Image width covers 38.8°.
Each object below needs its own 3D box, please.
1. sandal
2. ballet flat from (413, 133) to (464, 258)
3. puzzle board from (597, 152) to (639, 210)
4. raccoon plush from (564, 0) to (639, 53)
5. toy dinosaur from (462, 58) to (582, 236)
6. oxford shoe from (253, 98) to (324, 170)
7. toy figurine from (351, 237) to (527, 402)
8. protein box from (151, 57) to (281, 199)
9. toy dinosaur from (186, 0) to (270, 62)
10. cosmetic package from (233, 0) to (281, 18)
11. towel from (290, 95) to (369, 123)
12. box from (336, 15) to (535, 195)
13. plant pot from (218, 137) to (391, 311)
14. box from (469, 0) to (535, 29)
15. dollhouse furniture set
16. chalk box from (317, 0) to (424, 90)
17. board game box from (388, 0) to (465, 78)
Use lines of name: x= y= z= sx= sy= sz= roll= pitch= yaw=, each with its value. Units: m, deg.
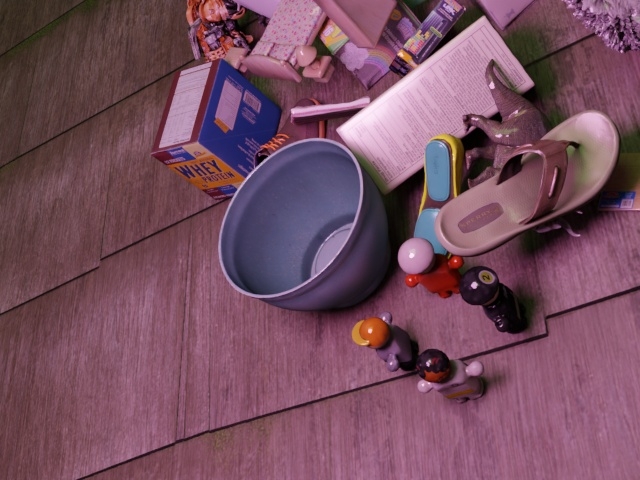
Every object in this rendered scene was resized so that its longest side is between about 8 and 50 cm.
sandal: x=0.299 y=-0.080 z=1.288 sx=0.302 sy=0.086 sz=0.120 roll=-35 pitch=64 yaw=-2
ballet flat: x=0.204 y=-0.062 z=1.490 sx=0.077 sy=0.077 sz=0.231 roll=13 pitch=108 yaw=32
puzzle board: x=0.481 y=-0.086 z=1.341 sx=0.128 sy=0.011 sz=0.097 roll=2 pitch=67 yaw=41
raccoon plush: x=0.489 y=-0.347 z=1.433 sx=0.216 sy=0.299 sz=0.447 roll=-16 pitch=86 yaw=13
toy dinosaur: x=0.308 y=-0.132 z=1.422 sx=0.160 sy=0.121 sz=0.314 roll=-5 pitch=66 yaw=10
oxford shoe: x=-0.067 y=-0.174 z=1.783 sx=0.096 sy=0.098 sz=0.272 roll=0 pitch=64 yaw=39
toy figurine: x=0.177 y=0.119 z=1.363 sx=0.213 sy=0.148 sz=0.210 roll=31 pitch=85 yaw=45
protein box: x=-0.209 y=-0.223 z=1.858 sx=0.135 sy=0.199 sz=0.201 roll=-8 pitch=60 yaw=37
toy dinosaur: x=-0.220 y=-0.499 z=2.019 sx=0.164 sy=0.218 sz=0.322 roll=20 pitch=119 yaw=30
cosmetic package: x=-0.087 y=-0.680 z=1.989 sx=0.097 sy=0.284 sz=0.378 roll=-29 pitch=40 yaw=67
towel: x=0.014 y=-0.245 z=1.689 sx=0.144 sy=0.197 sz=0.029 roll=-10 pitch=94 yaw=-1
box: x=0.195 y=-0.228 z=1.544 sx=0.311 sy=0.148 sz=0.121 roll=-35 pitch=2 yaw=16
plant pot: x=0.000 y=0.000 z=1.549 sx=0.293 sy=0.196 sz=0.293 roll=-20 pitch=53 yaw=29
box: x=0.294 y=-0.523 z=1.670 sx=0.127 sy=0.148 sz=0.232 roll=-42 pitch=46 yaw=10
dollhouse furniture set: x=-0.044 y=-0.476 z=1.713 sx=0.355 sy=0.173 sz=0.303 roll=16 pitch=75 yaw=44
chalk box: x=0.112 y=-0.430 z=1.775 sx=0.213 sy=0.132 sz=0.132 roll=-41 pitch=45 yaw=10
board game box: x=0.191 y=-0.368 z=1.659 sx=0.141 sy=0.048 sz=0.170 roll=-52 pitch=3 yaw=1
